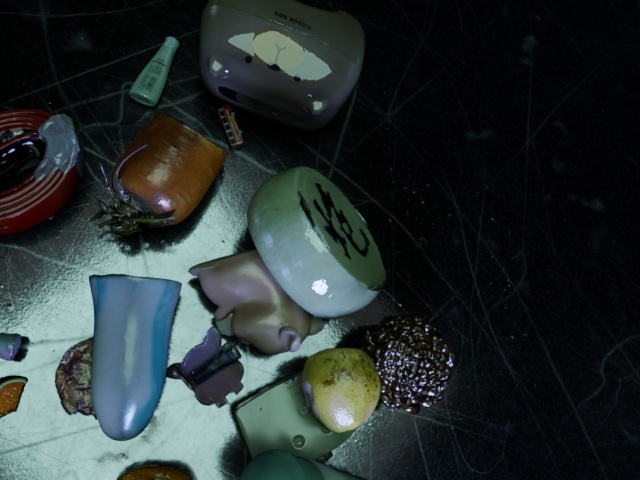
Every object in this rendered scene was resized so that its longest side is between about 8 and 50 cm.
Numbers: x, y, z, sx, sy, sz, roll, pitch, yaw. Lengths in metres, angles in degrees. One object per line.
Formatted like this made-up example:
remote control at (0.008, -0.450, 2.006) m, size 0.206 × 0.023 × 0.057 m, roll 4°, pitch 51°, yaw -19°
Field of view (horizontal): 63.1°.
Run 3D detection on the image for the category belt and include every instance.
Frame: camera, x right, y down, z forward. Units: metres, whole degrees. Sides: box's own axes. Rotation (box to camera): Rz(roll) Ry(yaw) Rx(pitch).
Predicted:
belt at (-0.657, -0.148, 1.121) m, size 0.324 × 0.115 × 0.227 m, roll -37°, pitch 89°, yaw -19°

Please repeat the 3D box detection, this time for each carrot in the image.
carrot at (-0.349, -0.140, 1.151) m, size 0.193 × 0.214 × 0.331 m, roll 32°, pitch 73°, yaw -2°

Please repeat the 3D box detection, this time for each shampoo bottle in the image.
shampoo bottle at (-0.407, -0.427, 1.302) m, size 0.069 × 0.041 × 0.190 m, roll 20°, pitch 71°, yaw -3°
shampoo bottle at (-0.019, 0.499, 0.991) m, size 0.349 × 0.222 × 0.151 m, roll 40°, pitch 60°, yaw -43°

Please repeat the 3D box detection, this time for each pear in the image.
pear at (0.039, 0.303, 1.060) m, size 0.178 × 0.178 × 0.177 m, roll 4°, pitch 74°, yaw -14°

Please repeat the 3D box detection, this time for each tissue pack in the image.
tissue pack at (-0.104, -0.433, 1.264) m, size 0.388 × 0.267 × 0.276 m, roll 21°, pitch 73°, yaw -9°

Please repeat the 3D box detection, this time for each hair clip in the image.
hair clip at (-0.226, 0.275, 1.110) m, size 0.146 × 0.187 × 0.056 m, roll 48°, pitch 25°, yaw 2°

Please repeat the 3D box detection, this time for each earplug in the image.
earplug at (-0.393, 0.238, 1.061) m, size 0.185 × 0.185 × 0.323 m, roll 6°, pitch 79°, yaw -14°

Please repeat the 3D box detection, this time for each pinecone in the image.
pinecone at (0.186, 0.266, 1.187) m, size 0.222 × 0.221 × 0.221 m, roll 4°, pitch 74°, yaw -14°

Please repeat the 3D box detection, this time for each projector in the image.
projector at (-0.038, 0.392, 1.148) m, size 0.270 × 0.088 × 0.193 m, roll -21°, pitch 81°, yaw -19°

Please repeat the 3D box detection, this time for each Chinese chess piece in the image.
Chinese chess piece at (0.000, 0.000, 1.139) m, size 0.147 × 0.349 × 0.349 m, roll -35°, pitch 85°, yaw 20°

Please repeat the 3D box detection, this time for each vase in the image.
vase at (-0.717, 0.192, 1.030) m, size 0.214 × 0.086 × 0.086 m, roll 15°, pitch 72°, yaw -15°

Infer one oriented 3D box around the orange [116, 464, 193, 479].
orange at (-0.321, 0.526, 0.988) m, size 0.194 × 0.193 × 0.161 m, roll 1°, pitch 99°, yaw -15°

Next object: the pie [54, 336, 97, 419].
pie at (-0.500, 0.293, 1.081) m, size 0.092 × 0.034 × 0.169 m, roll -13°, pitch 79°, yaw -22°

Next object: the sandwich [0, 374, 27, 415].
sandwich at (-0.635, 0.313, 1.029) m, size 0.026 × 0.069 × 0.101 m, roll -1°, pitch 65°, yaw 31°

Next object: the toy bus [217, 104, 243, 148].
toy bus at (-0.227, -0.287, 1.318) m, size 0.043 × 0.031 × 0.110 m, roll -20°, pitch 81°, yaw -12°

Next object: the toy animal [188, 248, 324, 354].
toy animal at (-0.142, 0.134, 1.139) m, size 0.213 × 0.195 × 0.256 m, roll -25°, pitch 89°, yaw 16°
